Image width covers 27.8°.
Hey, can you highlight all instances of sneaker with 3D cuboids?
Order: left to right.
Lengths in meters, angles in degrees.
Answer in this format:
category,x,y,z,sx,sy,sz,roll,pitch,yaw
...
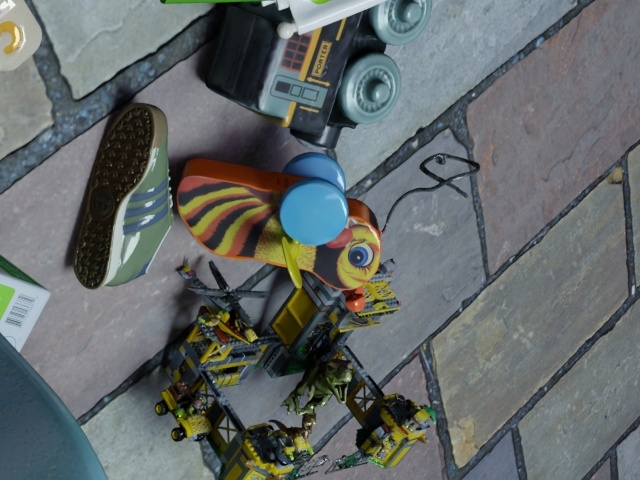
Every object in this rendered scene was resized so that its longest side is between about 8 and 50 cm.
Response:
category,x,y,z,sx,sy,sz,roll,pitch,yaw
sneaker,-0.180,-0.043,1.283,0.086,0.064,0.192,0,113,-57

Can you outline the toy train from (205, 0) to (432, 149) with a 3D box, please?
category,x,y,z,sx,sy,sz,roll,pitch,yaw
toy train,0.011,-0.257,1.307,0.190,0.142,0.334,9,106,-41

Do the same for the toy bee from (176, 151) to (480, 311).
category,x,y,z,sx,sy,sz,roll,pitch,yaw
toy bee,0.000,0.000,1.343,0.195,0.298,0.162,-47,142,-60

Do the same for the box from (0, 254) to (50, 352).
category,x,y,z,sx,sy,sz,roll,pitch,yaw
box,-0.394,0.105,1.076,0.231,0.126,0.262,26,93,-52

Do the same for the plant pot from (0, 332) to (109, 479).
category,x,y,z,sx,sy,sz,roll,pitch,yaw
plant pot,-0.262,0.257,1.021,0.248,0.252,0.247,-40,141,-25

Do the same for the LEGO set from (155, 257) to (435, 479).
category,x,y,z,sx,sy,sz,roll,pitch,yaw
LEGO set,0.000,0.134,1.434,0.331,0.255,0.192,2,134,-41

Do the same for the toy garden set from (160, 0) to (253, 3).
category,x,y,z,sx,sy,sz,roll,pitch,yaw
toy garden set,-0.126,-0.326,1.113,0.203,0.049,0.244,-6,107,-24

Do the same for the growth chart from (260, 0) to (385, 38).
category,x,y,z,sx,sy,sz,roll,pitch,yaw
growth chart,-0.016,-0.310,1.204,0.172,0.021,0.237,-31,108,-2

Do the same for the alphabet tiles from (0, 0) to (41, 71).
category,x,y,z,sx,sy,sz,roll,pitch,yaw
alphabet tiles,-0.343,-0.212,1.020,0.284,0.021,0.278,-46,137,-19
